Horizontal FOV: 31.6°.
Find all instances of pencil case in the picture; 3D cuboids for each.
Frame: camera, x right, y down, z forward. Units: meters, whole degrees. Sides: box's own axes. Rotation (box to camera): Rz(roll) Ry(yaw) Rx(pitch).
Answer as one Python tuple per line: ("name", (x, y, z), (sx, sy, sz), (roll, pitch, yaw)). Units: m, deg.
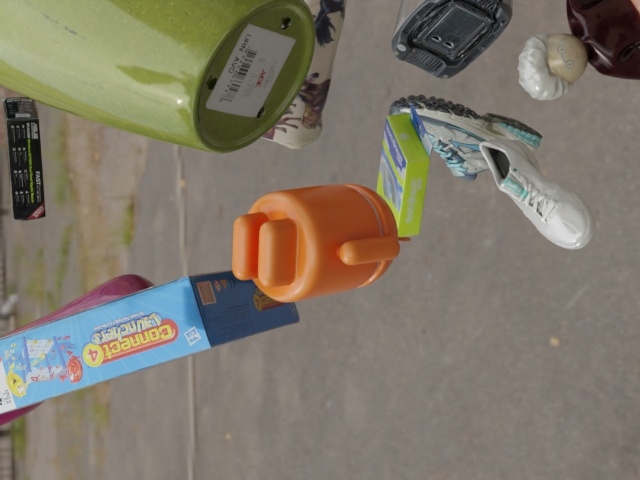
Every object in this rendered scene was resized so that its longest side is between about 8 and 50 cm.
("pencil case", (-0.049, -0.346, 1.665), (0.183, 0.160, 0.410), (45, 138, 37))

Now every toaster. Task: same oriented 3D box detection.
("toaster", (0.200, -0.356, 1.660), (0.227, 0.129, 0.146), (-43, 32, 54))

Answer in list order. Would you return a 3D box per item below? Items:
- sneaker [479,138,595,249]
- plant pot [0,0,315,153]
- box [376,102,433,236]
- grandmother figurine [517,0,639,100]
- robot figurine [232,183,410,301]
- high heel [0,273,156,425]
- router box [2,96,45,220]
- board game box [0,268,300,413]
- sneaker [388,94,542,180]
("sneaker", (0.298, -0.067, 1.609), (0.080, 0.094, 0.212), (-54, 54, 22))
("plant pot", (-0.156, -0.200, 0.927), (0.293, 0.274, 0.275), (37, 131, 25))
("box", (0.125, -0.104, 1.705), (0.178, 0.042, 0.109), (94, 163, -44))
("grandmother figurine", (0.408, -0.301, 1.498), (0.208, 0.342, 0.104), (57, 180, 12))
("robot figurine", (-0.001, -0.001, 1.290), (0.158, 0.219, 0.128), (-40, 68, 42))
("high heel", (-0.416, 0.173, 1.744), (0.127, 0.377, 0.181), (51, 169, -8))
("router box", (-0.341, -0.095, 1.303), (0.092, 0.038, 0.122), (-130, 38, -62))
("board game box", (-0.219, 0.118, 1.426), (0.308, 0.302, 0.086), (-5, -103, -71))
("sneaker", (0.243, -0.166, 1.945), (0.110, 0.283, 0.122), (-124, 51, -66))
